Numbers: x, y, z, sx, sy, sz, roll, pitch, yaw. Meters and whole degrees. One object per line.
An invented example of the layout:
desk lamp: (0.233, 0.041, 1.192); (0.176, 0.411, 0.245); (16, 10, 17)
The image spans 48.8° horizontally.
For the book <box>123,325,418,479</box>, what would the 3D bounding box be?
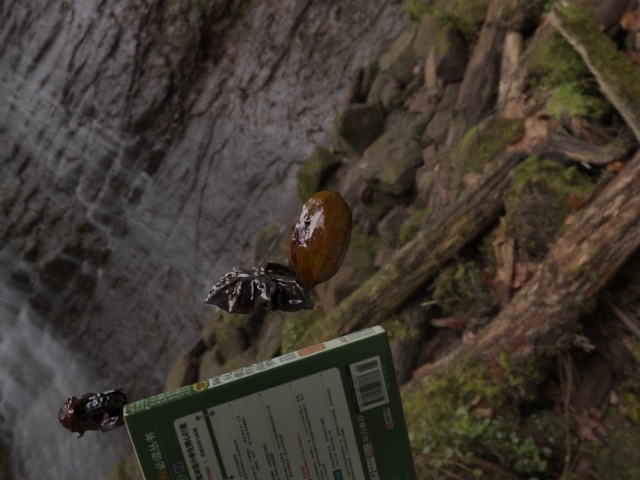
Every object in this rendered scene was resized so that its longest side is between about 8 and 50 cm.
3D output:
book: (-0.039, 0.215, 0.707); (0.027, 0.264, 0.202); (-139, 35, -69)

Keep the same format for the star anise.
star anise: (-0.104, 0.090, 1.342); (0.231, 0.209, 0.089); (-46, -39, -70)

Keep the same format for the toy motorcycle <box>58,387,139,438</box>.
toy motorcycle: (-0.423, 0.333, 1.359); (0.213, 0.122, 0.082); (88, 170, -72)

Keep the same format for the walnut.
walnut: (0.000, 0.000, 1.394); (0.116, 0.115, 0.207); (-173, 95, -78)
